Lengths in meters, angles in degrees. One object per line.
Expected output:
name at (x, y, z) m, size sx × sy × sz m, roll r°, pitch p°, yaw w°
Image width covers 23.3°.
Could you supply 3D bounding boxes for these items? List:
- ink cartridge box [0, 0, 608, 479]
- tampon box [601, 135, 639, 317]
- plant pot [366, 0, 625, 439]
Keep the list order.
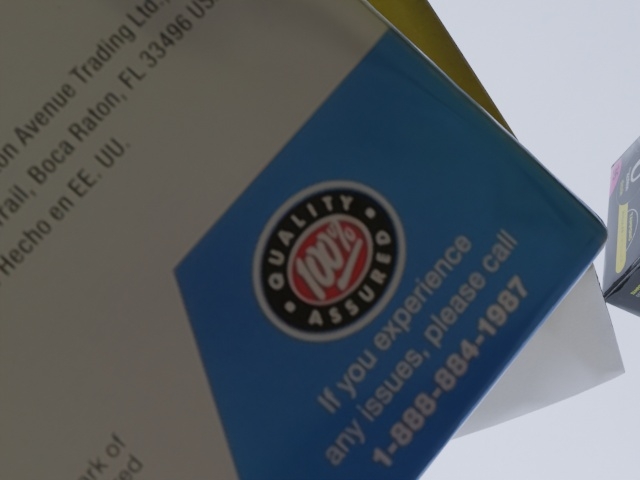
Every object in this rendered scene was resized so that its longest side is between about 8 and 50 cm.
ink cartridge box at (-0.168, -0.020, 0.449) m, size 0.395 × 0.166 × 0.285 m, roll 42°, pitch -106°, yaw -4°
tampon box at (0.271, -0.002, 0.973) m, size 0.161 × 0.101 × 0.120 m, roll 24°, pitch -132°, yaw -11°
plant pot at (0.000, 0.000, 0.719) m, size 0.212 × 0.187 × 0.212 m, roll 60°, pitch -176°, yaw 22°
